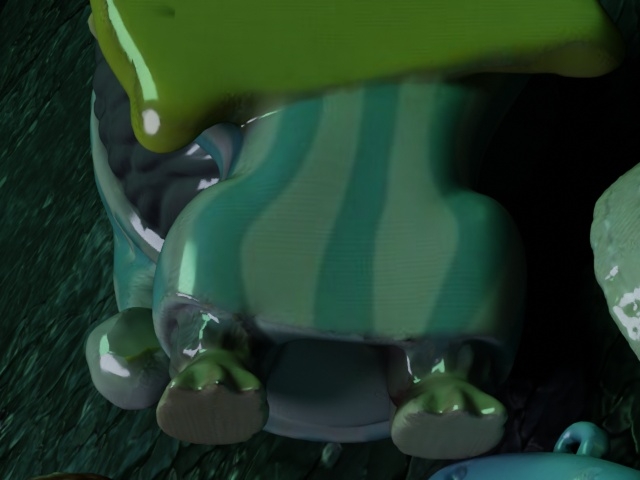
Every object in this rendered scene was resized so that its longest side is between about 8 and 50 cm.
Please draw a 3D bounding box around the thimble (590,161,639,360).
[{"bbox_3d":[0.165,0.003,0.627,0.090,0.102,0.115,-41,56,33],"label":"thimble"}]

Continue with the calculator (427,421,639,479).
[{"bbox_3d":[0.050,0.201,0.659,0.173,0.051,0.293,-11,49,62],"label":"calculator"}]

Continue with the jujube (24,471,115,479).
[{"bbox_3d":[-0.135,0.228,0.835,0.183,0.183,0.243,-47,29,23],"label":"jujube"}]

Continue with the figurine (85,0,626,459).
[{"bbox_3d":[0.000,0.000,0.905,0.378,0.266,0.361,96,178,-59],"label":"figurine"}]
